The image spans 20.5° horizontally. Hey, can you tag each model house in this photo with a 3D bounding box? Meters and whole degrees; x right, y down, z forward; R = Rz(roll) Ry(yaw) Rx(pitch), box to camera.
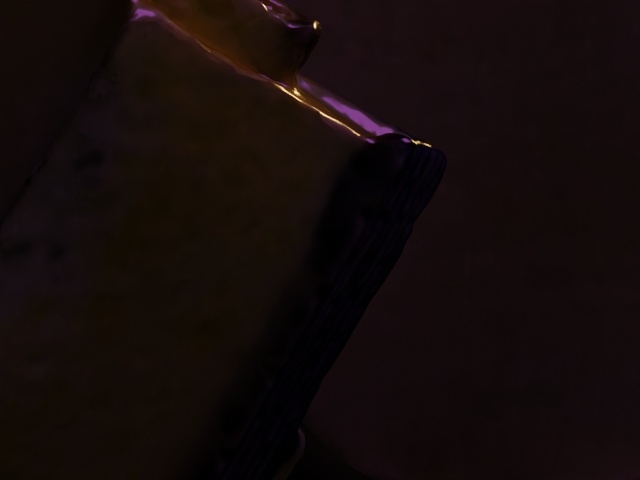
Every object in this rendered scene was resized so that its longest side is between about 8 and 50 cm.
[{"bbox_3d":[-0.064,-0.005,0.655,0.211,0.194,0.170,28,3,-38],"label":"model house"}]

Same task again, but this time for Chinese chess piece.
[{"bbox_3d":[0.080,-0.023,0.937,0.349,0.349,0.146,31,-6,-18],"label":"Chinese chess piece"}]
